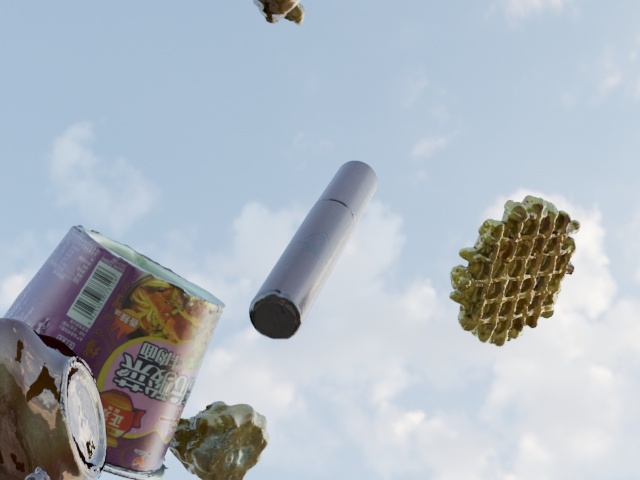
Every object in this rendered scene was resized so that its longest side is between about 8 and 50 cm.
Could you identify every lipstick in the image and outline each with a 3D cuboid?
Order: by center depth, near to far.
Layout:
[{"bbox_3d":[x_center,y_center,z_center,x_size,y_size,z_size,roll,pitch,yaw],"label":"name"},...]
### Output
[{"bbox_3d":[0.000,0.000,1.162,0.057,0.357,0.057,6,-65,13],"label":"lipstick"}]

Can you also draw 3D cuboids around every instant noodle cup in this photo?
[{"bbox_3d":[-0.307,0.147,1.551,0.339,0.340,0.266,29,-93,-16],"label":"instant noodle cup"}]

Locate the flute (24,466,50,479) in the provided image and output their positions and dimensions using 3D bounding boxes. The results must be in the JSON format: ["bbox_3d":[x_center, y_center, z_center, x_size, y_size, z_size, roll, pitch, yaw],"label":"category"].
[{"bbox_3d":[-0.077,0.220,0.538,0.269,0.014,0.014,49,-51,23],"label":"flute"}]

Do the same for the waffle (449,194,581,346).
[{"bbox_3d":[0.222,0.036,1.239,0.191,0.038,0.191,-18,-55,-28],"label":"waffle"}]

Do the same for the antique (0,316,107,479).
[{"bbox_3d":[-0.322,0.208,1.208,0.129,0.223,0.278,-10,-52,2],"label":"antique"}]

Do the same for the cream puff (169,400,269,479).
[{"bbox_3d":[-0.162,0.306,1.676,0.116,0.146,0.146,26,-38,43],"label":"cream puff"}]

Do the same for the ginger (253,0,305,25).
[{"bbox_3d":[-0.029,-0.326,1.033,0.166,0.080,0.333,30,-29,-3],"label":"ginger"}]
